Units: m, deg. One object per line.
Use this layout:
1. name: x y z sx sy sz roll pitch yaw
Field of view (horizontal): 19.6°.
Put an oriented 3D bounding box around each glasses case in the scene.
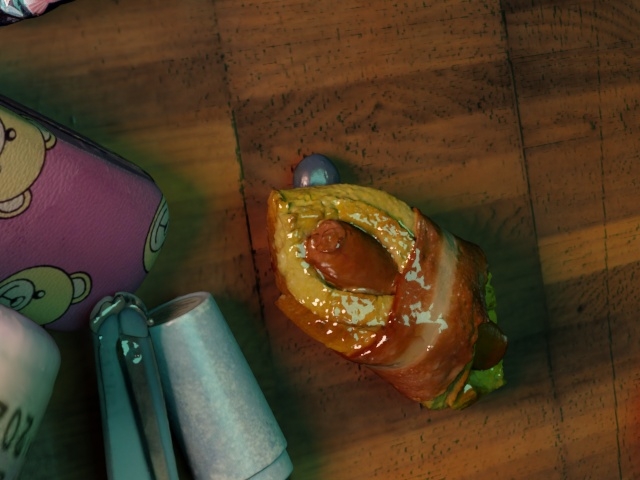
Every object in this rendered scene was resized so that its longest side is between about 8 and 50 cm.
1. glasses case: -0.220 -0.032 1.122 0.316 0.076 0.123 26 101 -45

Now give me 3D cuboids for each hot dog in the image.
1. hot dog: 0.068 0.045 1.311 0.261 0.093 0.123 29 68 -41

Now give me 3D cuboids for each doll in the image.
1. doll: 0.000 0.000 1.329 0.037 0.027 0.125 -7 96 -31

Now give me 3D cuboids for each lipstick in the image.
1. lipstick: -0.048 0.169 1.275 0.068 0.061 0.274 -33 106 -37

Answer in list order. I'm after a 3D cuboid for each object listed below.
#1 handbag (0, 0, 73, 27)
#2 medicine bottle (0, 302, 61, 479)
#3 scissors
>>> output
1. handbag: -0.140 -0.234 1.185 0.260 0.113 0.162 -25 113 -35
2. medicine bottle: -0.308 0.198 1.023 0.219 0.219 0.388 27 74 -29
3. scissors: -0.115 0.224 1.227 0.180 0.032 0.393 -15 105 -30
